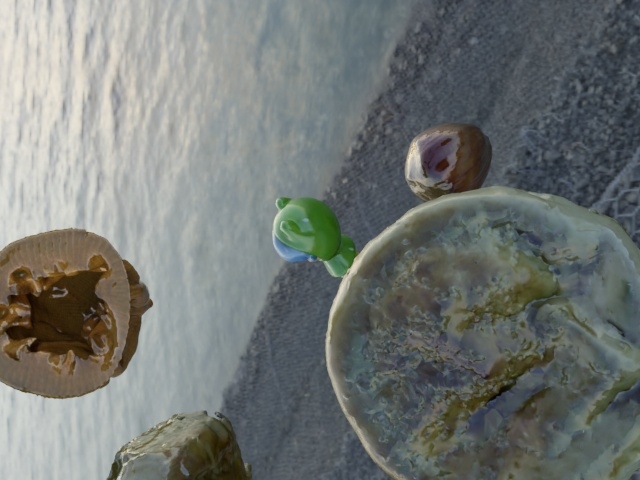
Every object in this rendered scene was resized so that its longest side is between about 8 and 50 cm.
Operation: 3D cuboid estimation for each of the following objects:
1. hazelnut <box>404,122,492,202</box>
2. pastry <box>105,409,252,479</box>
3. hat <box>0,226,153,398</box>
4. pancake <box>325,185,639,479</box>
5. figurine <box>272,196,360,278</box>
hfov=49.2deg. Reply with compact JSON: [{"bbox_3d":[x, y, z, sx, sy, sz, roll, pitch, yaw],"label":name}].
[{"bbox_3d":[0.293,-0.182,1.628,0.186,0.210,0.210,8,98,32],"label":"hazelnut"},{"bbox_3d":[-0.096,0.195,0.486,0.153,0.081,0.154,-7,-90,-81],"label":"pastry"},{"bbox_3d":[-0.299,0.088,0.977,0.233,0.233,0.244,32,101,17],"label":"hat"},{"bbox_3d":[0.181,0.129,0.746,0.386,0.082,0.387,4,102,21],"label":"pancake"},{"bbox_3d":[0.000,0.000,1.574,0.143,0.263,0.162,-38,38,25],"label":"figurine"}]
